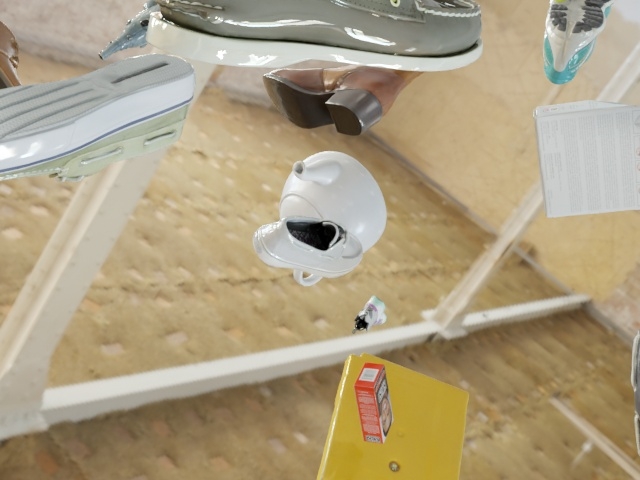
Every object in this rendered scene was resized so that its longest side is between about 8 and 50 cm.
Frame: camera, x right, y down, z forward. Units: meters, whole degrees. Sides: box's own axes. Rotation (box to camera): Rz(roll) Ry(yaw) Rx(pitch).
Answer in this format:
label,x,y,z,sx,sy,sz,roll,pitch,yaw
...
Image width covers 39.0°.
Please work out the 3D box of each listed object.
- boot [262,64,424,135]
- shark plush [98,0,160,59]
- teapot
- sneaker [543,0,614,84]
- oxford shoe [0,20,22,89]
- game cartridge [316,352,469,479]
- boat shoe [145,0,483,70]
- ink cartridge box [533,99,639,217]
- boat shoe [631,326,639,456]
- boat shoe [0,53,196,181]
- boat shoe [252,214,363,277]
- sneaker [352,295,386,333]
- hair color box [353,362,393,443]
label,x,y,z,sx,sy,sz,roll,pitch,yaw
boot,0.069,-0.305,1.558,0.264,0.280,0.096,16,141,46
shark plush,-0.267,-0.324,1.348,0.073,0.161,0.067,65,156,-6
teapot,0.001,-0.050,1.912,0.187,0.253,0.256,-35,-82,-33
sneaker,0.394,-0.336,1.418,0.107,0.109,0.275,18,-141,16
oxford shoe,-0.368,-0.205,1.030,0.076,0.076,0.212,-33,-91,-43
game cartridge,0.158,0.409,1.878,0.285,0.052,0.323,22,-133,-6
boat shoe,0.015,-0.185,0.694,0.305,0.091,0.109,-7,-153,-35
ink cartridge box,0.473,-0.137,1.469,0.233,0.189,0.066,-7,-152,13
boat shoe,0.383,0.211,0.955,0.102,0.108,0.301,-91,-17,-68
boat shoe,-0.240,-0.105,0.901,0.109,0.094,0.302,29,-141,33
boat shoe,0.000,0.000,1.103,0.184,0.063,0.066,15,-125,-45
sneaker,0.080,0.140,1.580,0.038,0.069,0.098,37,164,23
hair color box,0.102,0.309,1.720,0.043,0.141,0.072,4,-146,22
